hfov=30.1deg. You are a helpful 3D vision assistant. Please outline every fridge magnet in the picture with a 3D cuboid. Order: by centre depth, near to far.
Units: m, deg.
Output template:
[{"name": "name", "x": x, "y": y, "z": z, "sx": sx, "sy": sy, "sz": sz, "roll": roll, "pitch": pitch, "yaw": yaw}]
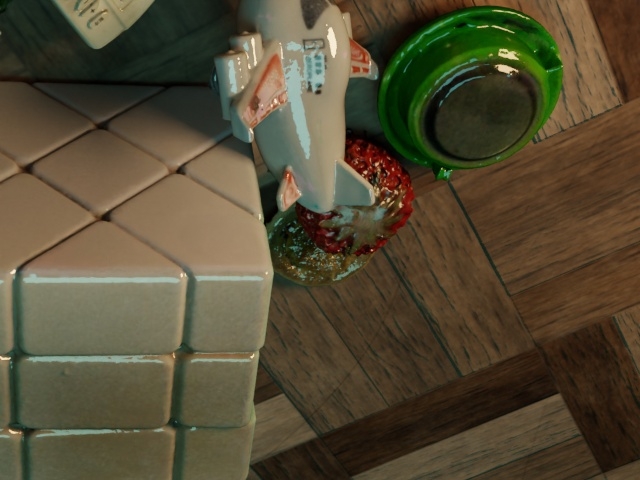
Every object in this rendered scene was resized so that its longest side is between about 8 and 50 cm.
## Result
[{"name": "fridge magnet", "x": 0.164, "y": -0.157, "z": 1.286, "sx": 0.208, "sy": 0.088, "sz": 0.208, "roll": -7, "pitch": 131, "yaw": -8}]

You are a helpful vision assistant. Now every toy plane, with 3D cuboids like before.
[{"name": "toy plane", "x": -0.017, "y": -0.147, "z": 1.170, "sx": 0.118, "sy": 0.252, "sz": 0.252, "roll": 0, "pitch": 139, "yaw": 33}]

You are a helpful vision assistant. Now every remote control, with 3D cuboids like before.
[{"name": "remote control", "x": -0.238, "y": -0.280, "z": 1.103, "sx": 0.090, "sy": 0.049, "sz": 0.230, "roll": -46, "pitch": 143, "yaw": -10}]

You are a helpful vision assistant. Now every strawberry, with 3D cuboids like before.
[{"name": "strawberry", "x": 0.040, "y": -0.047, "z": 1.347, "sx": 0.145, "sy": 0.086, "sz": 0.145, "roll": -6, "pitch": 121, "yaw": -9}]

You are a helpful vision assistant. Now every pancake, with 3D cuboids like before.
[{"name": "pancake", "x": 0.000, "y": -0.001, "z": 1.437, "sx": 0.151, "sy": 0.025, "sz": 0.152, "roll": -6, "pitch": 132, "yaw": -6}]

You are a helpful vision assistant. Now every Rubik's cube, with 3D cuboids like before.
[{"name": "Rubik's cube", "x": -0.231, "y": 0.047, "z": 1.242, "sx": 0.318, "sy": 0.322, "sz": 0.316, "roll": 0, "pitch": 132, "yaw": -11}]

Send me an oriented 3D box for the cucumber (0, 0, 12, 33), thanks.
[{"name": "cucumber", "x": -0.302, "y": -0.305, "z": 1.104, "sx": 0.056, "sy": 0.056, "sz": 0.250, "roll": 1, "pitch": 130, "yaw": -11}]
